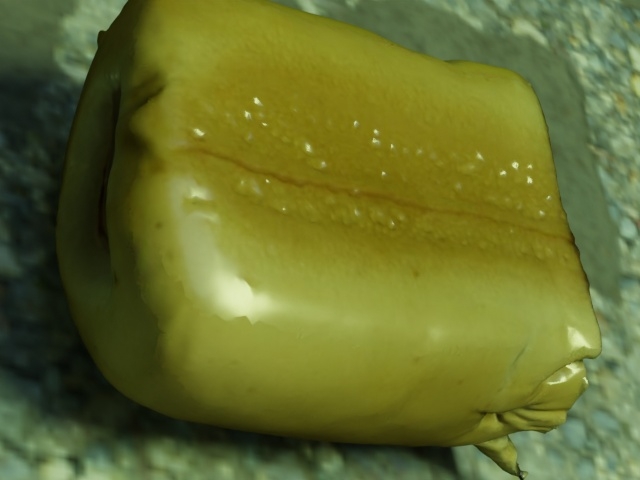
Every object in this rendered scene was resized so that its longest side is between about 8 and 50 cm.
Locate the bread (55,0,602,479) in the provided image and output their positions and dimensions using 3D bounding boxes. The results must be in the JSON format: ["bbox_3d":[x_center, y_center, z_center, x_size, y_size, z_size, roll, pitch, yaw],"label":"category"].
[{"bbox_3d":[-0.001,0.000,0.502,0.173,0.085,0.134,13,56,-34],"label":"bread"}]
